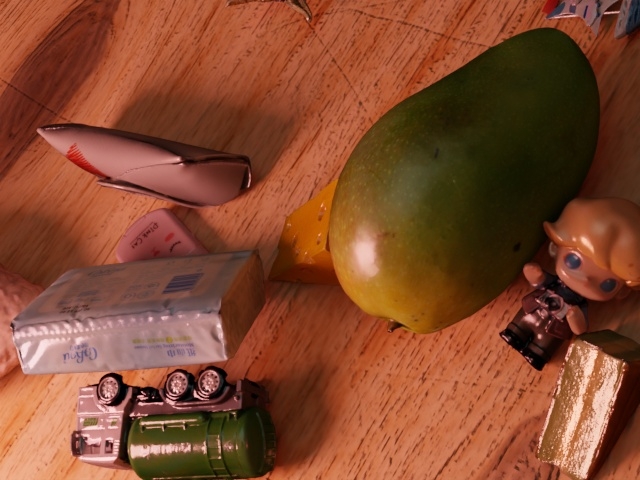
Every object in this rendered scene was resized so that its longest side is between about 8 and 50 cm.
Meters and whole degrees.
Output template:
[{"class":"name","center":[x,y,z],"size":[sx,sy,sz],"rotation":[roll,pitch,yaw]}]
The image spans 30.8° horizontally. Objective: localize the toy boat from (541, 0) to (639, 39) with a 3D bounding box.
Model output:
[{"class":"toy boat","center":[0.350,-0.295,1.418],"size":[0.105,0.034,0.149],"rotation":[-54,39,-5]}]

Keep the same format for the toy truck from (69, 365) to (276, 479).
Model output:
[{"class":"toy truck","center":[-0.164,0.217,1.345],"size":[0.243,0.101,0.124],"rotation":[-6,71,23]}]

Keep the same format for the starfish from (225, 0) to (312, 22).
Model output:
[{"class":"starfish","center":[-0.033,-0.363,1.644],"size":[0.208,0.053,0.175],"rotation":[-21,44,15]}]

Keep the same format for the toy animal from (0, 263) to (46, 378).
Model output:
[{"class":"toy animal","center":[-0.533,0.102,1.559],"size":[0.358,0.188,0.226],"rotation":[18,66,36]}]

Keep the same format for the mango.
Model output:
[{"class":"mango","center":[0.159,-0.074,1.264],"size":[0.225,0.201,0.382],"rotation":[37,82,11]}]

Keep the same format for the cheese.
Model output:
[{"class":"cheese","center":[0.000,0.000,1.400],"size":[0.171,0.126,0.093],"rotation":[-7,63,47]}]

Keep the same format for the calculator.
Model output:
[{"class":"calculator","center":[-0.199,0.028,1.518],"size":[0.100,0.032,0.175],"rotation":[-45,51,-2]}]

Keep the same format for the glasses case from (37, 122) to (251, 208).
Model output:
[{"class":"glasses case","center":[-0.246,-0.101,1.562],"size":[0.308,0.128,0.083],"rotation":[13,93,34]}]

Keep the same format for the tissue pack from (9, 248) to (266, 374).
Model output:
[{"class":"tissue pack","center":[-0.209,0.086,1.379],"size":[0.263,0.089,0.177],"rotation":[-8,19,16]}]

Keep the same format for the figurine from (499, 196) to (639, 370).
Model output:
[{"class":"figurine","center":[0.265,0.040,1.209],"size":[0.196,0.108,0.114],"rotation":[-48,63,5]}]

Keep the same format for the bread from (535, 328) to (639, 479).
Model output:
[{"class":"bread","center":[0.281,0.168,1.180],"size":[0.074,0.084,0.139],"rotation":[24,106,36]}]
